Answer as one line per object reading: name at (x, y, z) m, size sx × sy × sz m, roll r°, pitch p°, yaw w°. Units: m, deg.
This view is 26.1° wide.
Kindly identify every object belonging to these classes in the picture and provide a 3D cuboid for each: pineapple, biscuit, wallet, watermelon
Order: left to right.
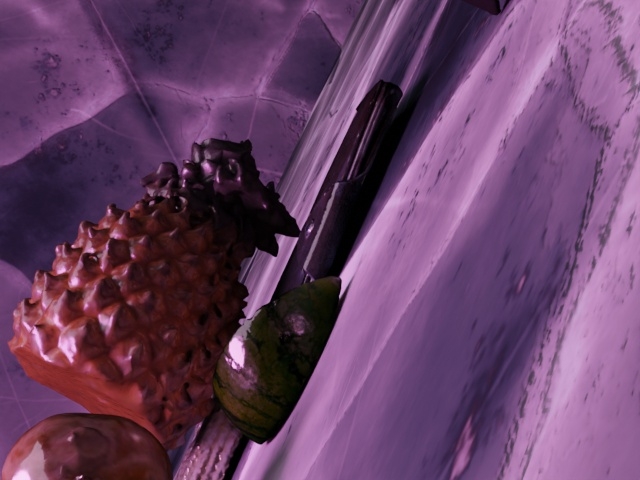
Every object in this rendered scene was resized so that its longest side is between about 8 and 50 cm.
pineapple at (-0.142, 0.020, 1.402) m, size 0.357 × 0.223 × 0.223 m, roll -57°, pitch 1°, yaw -24°
biscuit at (-0.109, 0.206, 1.442) m, size 0.147 × 0.046 × 0.250 m, roll -61°, pitch 6°, yaw 34°
watermelon at (-0.034, 0.119, 1.173) m, size 0.092 × 0.075 × 0.181 m, roll -6°, pitch -42°, yaw -42°
wallet at (0.000, 0.000, 1.346) m, size 0.172 × 0.045 × 0.318 m, roll 135°, pitch 159°, yaw -80°

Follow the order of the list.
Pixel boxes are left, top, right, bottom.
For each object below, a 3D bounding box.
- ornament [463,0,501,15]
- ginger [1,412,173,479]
ornament at (0.148, -0.269, 1.048) m, size 0.203 × 0.088 × 0.081 m, roll -53°, pitch -24°, yaw -22°
ginger at (-0.182, 0.307, 0.985) m, size 0.256 × 0.176 × 0.375 m, roll -9°, pitch 64°, yaw 61°
